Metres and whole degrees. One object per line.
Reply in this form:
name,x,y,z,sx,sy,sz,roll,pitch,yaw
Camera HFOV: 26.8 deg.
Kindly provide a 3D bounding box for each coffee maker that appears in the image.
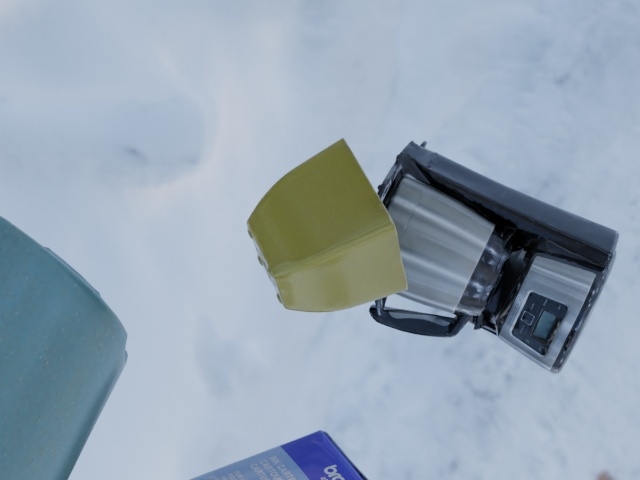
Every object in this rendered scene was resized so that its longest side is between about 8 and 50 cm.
coffee maker,0.128,0.001,1.011,0.178,0.171,0.120,25,140,6

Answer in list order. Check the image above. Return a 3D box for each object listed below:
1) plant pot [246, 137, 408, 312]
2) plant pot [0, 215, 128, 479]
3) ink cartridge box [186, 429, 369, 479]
plant pot,0.000,0.000,0.881,0.081,0.083,0.081,72,171,-56
plant pot,-0.311,0.144,0.857,0.341,0.334,0.341,25,157,12
ink cartridge box,-0.076,0.364,1.317,0.151,0.395,0.270,42,144,50
